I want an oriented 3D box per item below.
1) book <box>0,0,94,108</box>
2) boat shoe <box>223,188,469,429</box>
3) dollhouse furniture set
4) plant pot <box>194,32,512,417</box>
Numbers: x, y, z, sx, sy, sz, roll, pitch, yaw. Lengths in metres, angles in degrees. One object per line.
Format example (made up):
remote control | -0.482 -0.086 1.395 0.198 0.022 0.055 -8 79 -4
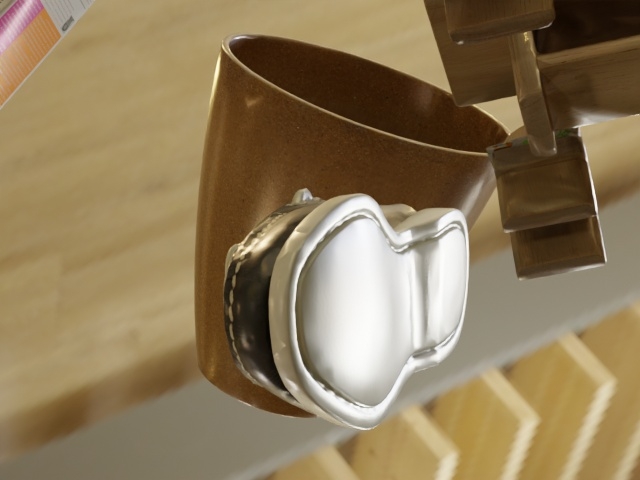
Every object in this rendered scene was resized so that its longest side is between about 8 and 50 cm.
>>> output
book | -0.236 -0.165 1.375 0.144 0.035 0.096 -48 -16 -11
boat shoe | 0.000 0.031 0.886 0.302 0.091 0.114 6 -94 -73
dollhouse furniture set | 0.168 -0.127 0.782 0.242 0.161 0.212 -11 -39 10
plant pot | 0.000 0.000 1.380 0.237 0.237 0.254 -1 -64 -47
